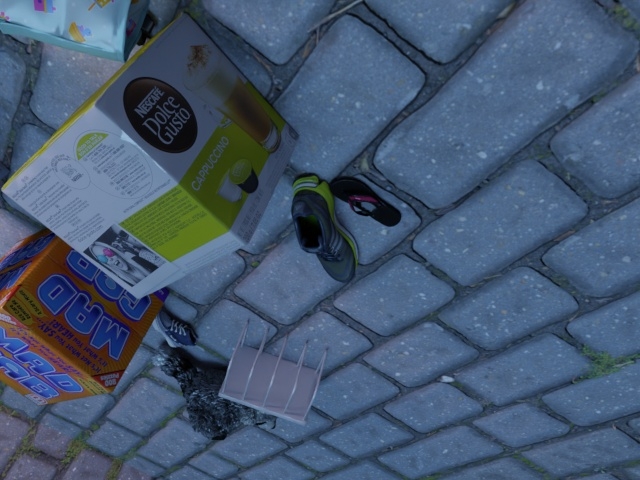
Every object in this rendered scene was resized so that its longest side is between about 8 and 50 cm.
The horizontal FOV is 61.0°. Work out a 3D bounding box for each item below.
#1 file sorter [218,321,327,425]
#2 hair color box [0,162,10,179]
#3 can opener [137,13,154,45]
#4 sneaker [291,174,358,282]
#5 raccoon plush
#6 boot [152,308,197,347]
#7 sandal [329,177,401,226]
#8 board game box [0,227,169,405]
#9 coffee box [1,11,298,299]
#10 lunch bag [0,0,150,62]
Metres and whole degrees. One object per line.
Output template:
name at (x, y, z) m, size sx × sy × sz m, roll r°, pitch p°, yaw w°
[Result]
file sorter at (-0.135, 0.394, 1.643) m, size 0.278 × 0.193 × 0.173 m, roll 20°, pitch 133°, yaw -1°
hair color box at (-0.960, -0.068, 1.325) m, size 0.185 × 0.374 × 0.113 m, roll -20°, pitch 124°, yaw 33°
can opener at (-0.404, -0.437, 1.018) m, size 0.186 × 0.073 × 0.059 m, roll 34°, pitch 173°, yaw -11°
sneaker at (0.000, 0.000, 1.255) m, size 0.111 × 0.121 × 0.300 m, roll -9°, pitch 130°, yaw 26°
raccoon plush at (-0.328, 0.485, 1.800) m, size 0.446 × 0.216 × 0.299 m, roll 41°, pitch 124°, yaw -21°
boot at (-0.462, 0.275, 1.730) m, size 0.086 × 0.069 × 0.190 m, roll -4°, pitch 140°, yaw 13°
sandal at (0.101, -0.079, 1.201) m, size 0.179 × 0.040 × 0.067 m, roll 31°, pitch 135°, yaw -12°
board game box at (-0.732, 0.199, 1.528) m, size 0.357 × 0.356 × 0.356 m, roll -17°, pitch 125°, yaw 32°
coffee box at (-0.309, -0.153, 1.052) m, size 0.338 × 0.337 × 0.334 m, roll -24°, pitch 122°, yaw 36°
lunch bag at (-0.376, -0.418, 0.838) m, size 0.223 × 0.262 × 0.160 m, roll 14°, pitch 174°, yaw -12°
